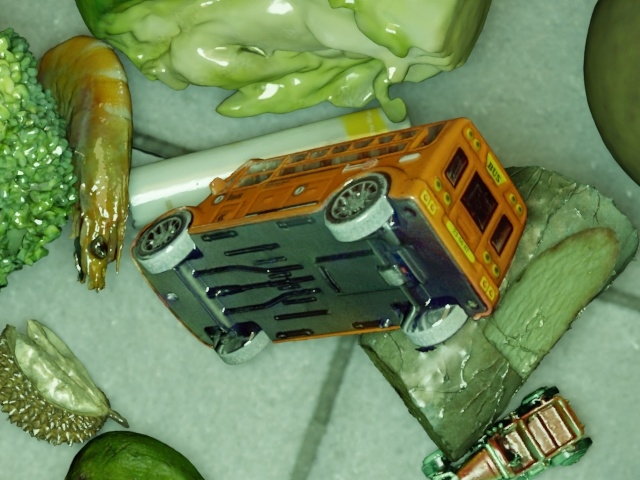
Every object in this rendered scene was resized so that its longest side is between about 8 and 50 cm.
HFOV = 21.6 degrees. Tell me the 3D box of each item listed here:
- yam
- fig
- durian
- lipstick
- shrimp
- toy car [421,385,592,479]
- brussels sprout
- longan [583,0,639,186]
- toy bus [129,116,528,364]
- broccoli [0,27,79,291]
[{"bbox_3d":[0.143,0.051,1.447,0.154,0.154,0.254,40,80,8],"label":"yam"},{"bbox_3d":[-0.147,0.232,1.430,0.156,0.123,0.123,25,79,-13],"label":"fig"},{"bbox_3d":[-0.236,0.138,1.471,0.140,0.110,0.071,37,115,-3],"label":"durian"},{"bbox_3d":[-0.047,-0.068,1.519,0.264,0.059,0.059,-13,78,-2],"label":"lipstick"},{"bbox_3d":[-0.220,-0.069,1.490,0.150,0.068,0.248,-32,56,30],"label":"shrimp"},{"bbox_3d":[0.162,0.187,1.464,0.143,0.054,0.073,-29,79,-6],"label":"toy car"},{"bbox_3d":[-0.028,-0.275,1.450,0.371,0.276,0.314,15,78,8],"label":"brussels sprout"},{"bbox_3d":[0.386,-0.148,1.424,0.319,0.319,0.318,0,78,1],"label":"longan"},{"bbox_3d":[0.000,0.000,1.402,0.143,0.329,0.153,53,48,-27],"label":"toy bus"},{"bbox_3d":[-0.386,-0.097,1.412,0.375,0.302,0.249,3,63,29],"label":"broccoli"}]
